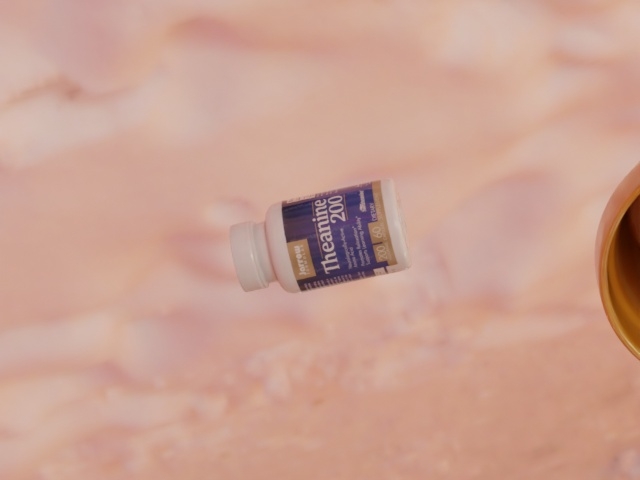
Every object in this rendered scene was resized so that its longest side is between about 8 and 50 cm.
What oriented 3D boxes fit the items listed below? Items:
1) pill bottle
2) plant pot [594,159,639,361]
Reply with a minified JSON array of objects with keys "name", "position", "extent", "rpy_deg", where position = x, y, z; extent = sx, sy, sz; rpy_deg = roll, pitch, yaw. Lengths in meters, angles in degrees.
[{"name":"pill bottle","position":[0.000,0.000,1.302],"extent":[0.120,0.067,0.067],"rpy_deg":[-13,157,6]},{"name":"plant pot","position":[0.326,-0.005,1.553],"extent":[0.205,0.205,0.188],"rpy_deg":[-23,-164,10]}]
